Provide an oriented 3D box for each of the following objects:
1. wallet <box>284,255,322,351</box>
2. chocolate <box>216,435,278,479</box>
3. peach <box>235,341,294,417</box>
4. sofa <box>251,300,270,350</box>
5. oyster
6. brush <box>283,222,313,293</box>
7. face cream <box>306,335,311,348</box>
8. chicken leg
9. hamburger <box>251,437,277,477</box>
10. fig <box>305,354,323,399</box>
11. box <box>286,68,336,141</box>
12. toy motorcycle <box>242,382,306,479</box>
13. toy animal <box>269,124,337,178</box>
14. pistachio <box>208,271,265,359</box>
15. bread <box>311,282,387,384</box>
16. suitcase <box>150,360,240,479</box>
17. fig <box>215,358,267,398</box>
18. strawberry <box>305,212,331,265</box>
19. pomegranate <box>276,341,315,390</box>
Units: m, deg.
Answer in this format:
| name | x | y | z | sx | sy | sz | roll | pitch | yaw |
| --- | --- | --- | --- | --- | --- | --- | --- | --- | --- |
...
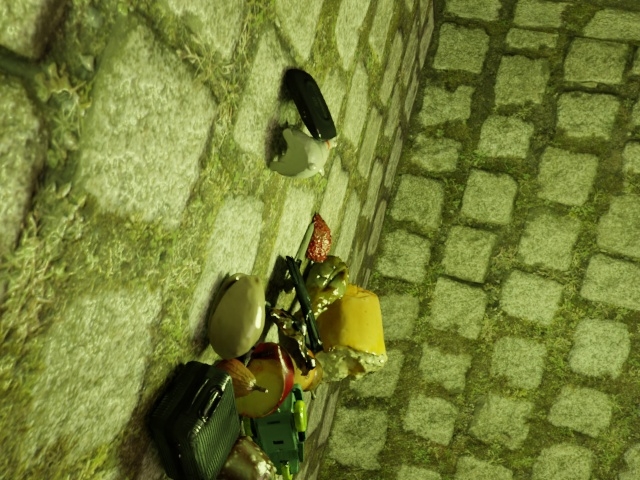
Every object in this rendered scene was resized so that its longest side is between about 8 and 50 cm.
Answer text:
| name | x | y | z | sx | sy | sz | roll | pitch | yaw |
| --- | --- | --- | --- | --- | --- | --- | --- | --- | --- |
| wallet | -0.052 | 0.206 | 1.805 | 0.172 | 0.045 | 0.318 | 85 | -13 | -73 |
| chocolate | -0.237 | 0.760 | 1.663 | 0.225 | 0.209 | 0.341 | -40 | 142 | -63 |
| peach | -0.155 | 0.402 | 1.642 | 0.268 | 0.158 | 0.154 | -64 | 179 | 20 |
| sofa | -0.191 | 0.252 | 1.648 | 0.085 | 0.060 | 0.147 | 66 | 40 | -69 |
| oyster | -0.083 | 0.308 | 1.737 | 0.361 | 0.096 | 0.222 | 124 | -55 | -80 |
| brush | -0.070 | 0.062 | 1.977 | 0.039 | 0.042 | 0.299 | 115 | -4 | -60 |
| face cream | -0.075 | 0.430 | 2.240 | 0.073 | 0.073 | 0.284 | -39 | 141 | -67 |
| chicken leg | -0.016 | 0.214 | 2.116 | 0.429 | 0.201 | 0.153 | -55 | 141 | -37 |
| hamburger | -0.207 | 0.777 | 1.934 | 0.243 | 0.138 | 0.262 | -57 | 157 | -52 |
| fig | -0.056 | 0.542 | 2.174 | 0.145 | 0.170 | 0.274 | -27 | 133 | -9 |
| box | -0.019 | -0.383 | 1.552 | 0.213 | 0.042 | 0.201 | 66 | 23 | -7 |
| toy motorcycle | -0.130 | 0.623 | 1.820 | 0.200 | 0.191 | 0.327 | -91 | 174 | -60 |
| toy animal | -0.046 | -0.251 | 1.593 | 0.282 | 0.138 | 0.141 | -55 | 164 | -72 |
| pistachio | -0.208 | 0.193 | 1.402 | 0.152 | 0.126 | 0.223 | 28 | 73 | -39 |
| bread | 0.078 | 0.376 | 2.317 | 0.361 | 0.250 | 0.395 | -37 | -135 | 41 |
| suitcase | -0.291 | 0.448 | 1.310 | 0.202 | 0.128 | 0.312 | -61 | 160 | -45 |
| fig | -0.225 | 0.370 | 1.492 | 0.119 | 0.152 | 0.119 | -17 | 90 | -70 |
| strawberry | 0.000 | 0.003 | 2.098 | 0.140 | 0.085 | 0.193 | 59 | 45 | -67 |
| pomegranate | -0.111 | 0.436 | 1.894 | 0.191 | 0.191 | 0.191 | 14 | 90 | -76 |
